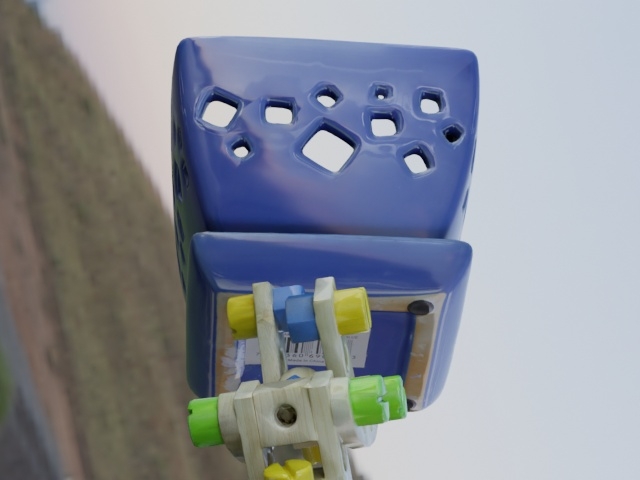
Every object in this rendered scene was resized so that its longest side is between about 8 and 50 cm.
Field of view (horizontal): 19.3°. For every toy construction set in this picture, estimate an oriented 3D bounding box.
[{"bbox_3d":[0.013,0.194,1.179,0.215,0.151,0.327,-71,137,-76],"label":"toy construction set"}]

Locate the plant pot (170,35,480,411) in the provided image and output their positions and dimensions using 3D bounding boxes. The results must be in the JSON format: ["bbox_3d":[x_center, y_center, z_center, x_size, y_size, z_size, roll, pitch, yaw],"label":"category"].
[{"bbox_3d":[0.000,0.000,1.439,0.236,0.236,0.212,97,-6,-55],"label":"plant pot"}]
